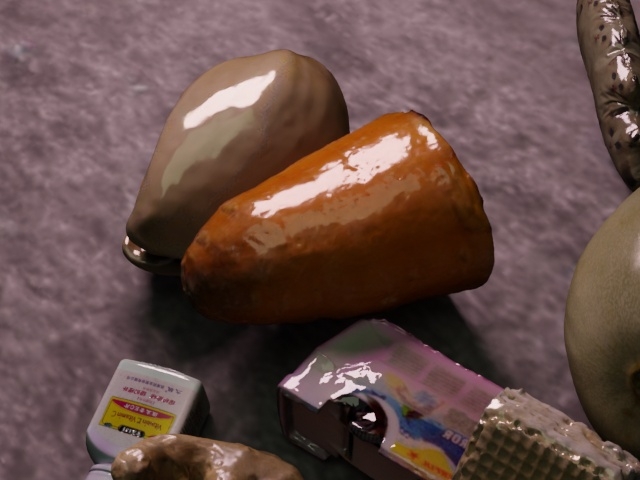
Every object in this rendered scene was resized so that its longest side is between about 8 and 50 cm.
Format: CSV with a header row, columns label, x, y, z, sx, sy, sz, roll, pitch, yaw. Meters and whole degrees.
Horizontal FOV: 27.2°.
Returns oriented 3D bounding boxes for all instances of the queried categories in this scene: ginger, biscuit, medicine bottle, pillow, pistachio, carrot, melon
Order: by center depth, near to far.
label,x,y,z,sx,sy,sz,roll,pitch,yaw
biscuit,0.117,0.223,0.877,0.108,0.239,0.062,30,20,22
melon,0.310,0.054,0.923,0.308,0.272,0.272,10,51,-28
ginger,-0.042,0.243,0.944,0.149,0.065,0.259,-11,60,-36
medicine bottle,-0.142,0.159,1.034,0.074,0.055,0.118,16,60,14
carrot,0.000,0.000,1.034,0.225,0.159,0.159,-19,56,-21
pistachio,-0.075,-0.065,1.127,0.238,0.138,0.153,-39,78,-18
pillow,0.262,-0.158,1.171,0.051,0.093,0.241,-3,56,0

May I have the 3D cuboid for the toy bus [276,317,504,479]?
label,x,y,z,sx,sy,sz,roll,pitch,yaw
toy bus,0.103,0.162,0.983,0.274,0.090,0.112,29,58,23
